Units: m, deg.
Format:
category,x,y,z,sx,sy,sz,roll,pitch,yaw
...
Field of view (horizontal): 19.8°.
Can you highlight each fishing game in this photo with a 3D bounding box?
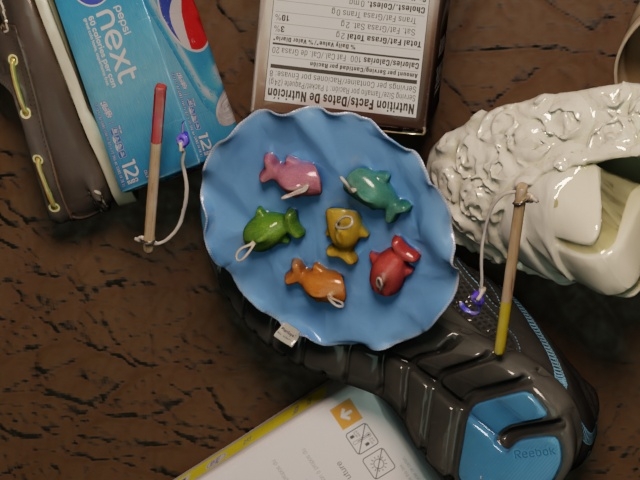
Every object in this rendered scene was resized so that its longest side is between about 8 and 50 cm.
category,x,y,z,sx,sy,sz,roll,pitch,yaw
fishing game,0.000,0.000,1.185,0.264,0.041,0.189,19,129,12

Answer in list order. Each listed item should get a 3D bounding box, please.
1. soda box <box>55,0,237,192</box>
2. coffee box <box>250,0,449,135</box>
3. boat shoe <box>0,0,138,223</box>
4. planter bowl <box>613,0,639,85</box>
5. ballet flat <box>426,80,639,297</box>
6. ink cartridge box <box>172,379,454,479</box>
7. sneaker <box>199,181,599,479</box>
category,x,y,z,sx,sy,sz,roll,pitch,yaw
soda box,-0.128,-0.145,1.271,0.071,0.067,0.210,-18,92,29
coffee box,0.034,-0.231,1.213,0.119,0.168,0.297,7,103,4
boat shoe,-0.201,-0.121,1.300,0.069,0.081,0.227,-20,102,5
planter bowl,0.284,-0.141,1.224,0.162,0.109,0.162,11,141,9
ballet flat,0.235,-0.030,1.182,0.409,0.147,0.147,-9,102,30
ink cartridge box,-0.007,0.293,1.380,0.307,0.072,0.303,-32,98,13
sneaker,0.053,0.051,1.302,0.341,0.140,0.125,45,113,14
